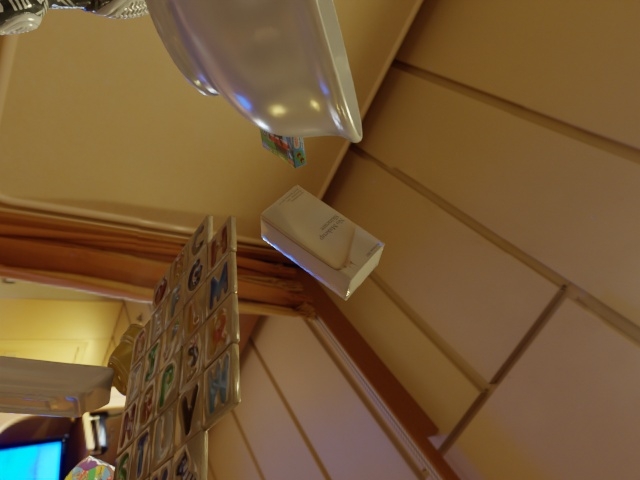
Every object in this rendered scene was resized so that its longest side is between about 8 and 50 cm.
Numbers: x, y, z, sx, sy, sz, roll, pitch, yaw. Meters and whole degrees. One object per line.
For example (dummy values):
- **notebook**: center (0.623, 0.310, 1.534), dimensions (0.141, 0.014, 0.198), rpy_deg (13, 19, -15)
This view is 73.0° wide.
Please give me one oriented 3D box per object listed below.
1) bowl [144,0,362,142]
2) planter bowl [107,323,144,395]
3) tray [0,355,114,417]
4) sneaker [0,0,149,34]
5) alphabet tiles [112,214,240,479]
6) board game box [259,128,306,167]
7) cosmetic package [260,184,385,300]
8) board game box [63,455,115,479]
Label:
- **bowl**: center (-0.062, -0.216, 0.382), dimensions (0.134, 0.298, 0.298), rpy_deg (-14, -113, 12)
- **planter bowl**: center (-0.478, 0.331, 1.106), dimensions (0.217, 0.090, 0.217), rpy_deg (16, -63, 35)
- **tray**: center (-0.368, 0.154, 0.457), dimensions (0.145, 0.270, 0.030), rpy_deg (127, -31, -49)
- **sneaker**: center (-0.371, -0.400, 0.549), dimensions (0.137, 0.365, 0.210), rpy_deg (38, -45, 19)
- **alphabet tiles**: center (-0.172, 0.139, 0.502), dimensions (0.285, 0.011, 0.343), rpy_deg (-46, -143, 30)
- **board game box**: center (-0.101, -0.297, 1.021), dimensions (0.160, 0.039, 0.212), rpy_deg (39, -34, 43)
- **cosmetic package**: center (0.000, 0.000, 1.184), dimensions (0.309, 0.160, 0.113), rpy_deg (34, -32, 19)
- **board game box**: center (-0.295, 0.374, 0.581), dimensions (0.033, 0.169, 0.133), rpy_deg (-4, -131, 11)
